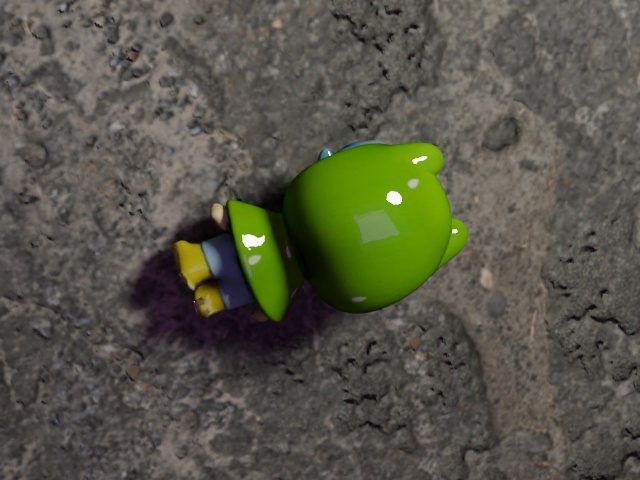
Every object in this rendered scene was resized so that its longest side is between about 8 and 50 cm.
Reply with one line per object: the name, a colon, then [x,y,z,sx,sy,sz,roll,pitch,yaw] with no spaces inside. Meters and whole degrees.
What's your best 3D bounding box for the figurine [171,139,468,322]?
figurine: [0.000,0.000,1.382,0.263,0.143,0.162,-19,110,2]
